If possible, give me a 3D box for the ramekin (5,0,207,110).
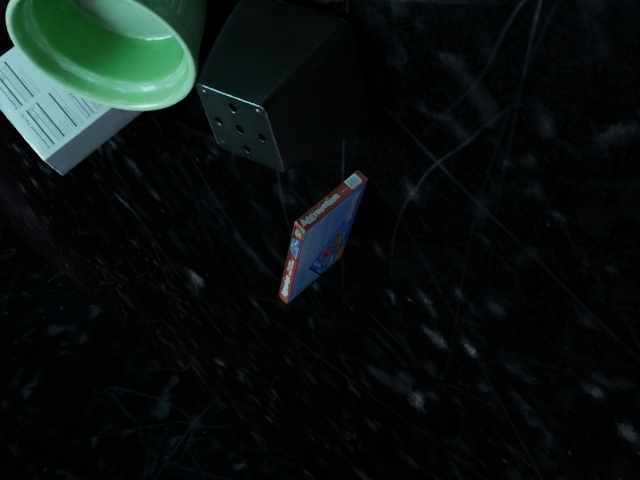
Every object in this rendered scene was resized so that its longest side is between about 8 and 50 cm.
[{"bbox_3d":[-0.326,-0.356,1.526,0.303,0.148,0.303,10,152,5],"label":"ramekin"}]

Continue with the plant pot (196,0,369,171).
[{"bbox_3d":[-0.064,-0.210,1.359,0.187,0.167,0.188,23,149,29],"label":"plant pot"}]

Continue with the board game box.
[{"bbox_3d":[0.000,0.000,1.624,0.027,0.145,0.281,44,155,14],"label":"board game box"}]

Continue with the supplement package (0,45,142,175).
[{"bbox_3d":[-0.456,-0.288,1.792,0.198,0.262,0.199,50,173,0],"label":"supplement package"}]
